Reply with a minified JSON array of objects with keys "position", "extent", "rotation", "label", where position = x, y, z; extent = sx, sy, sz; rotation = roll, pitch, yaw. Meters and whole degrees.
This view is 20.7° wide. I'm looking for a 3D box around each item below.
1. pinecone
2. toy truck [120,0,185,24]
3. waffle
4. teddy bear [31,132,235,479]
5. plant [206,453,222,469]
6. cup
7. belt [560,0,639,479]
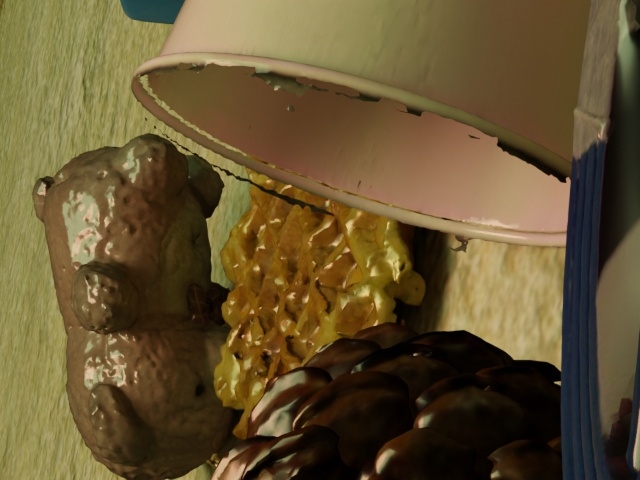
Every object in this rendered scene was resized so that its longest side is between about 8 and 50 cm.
[{"position":[0.046,0.147,0.763],"extent":[0.272,0.224,0.224],"rotation":[-109,37,-63],"label":"pinecone"},{"position":[-0.122,-0.331,1.406],"extent":[0.385,0.161,0.162],"rotation":[79,-166,-61],"label":"toy truck"},{"position":[0.000,0.000,1.205],"extent":[0.325,0.068,0.302],"rotation":[153,128,-67],"label":"waffle"},{"position":[-0.137,0.054,1.377],"extent":[0.236,0.151,0.267],"rotation":[24,-131,-69],"label":"teddy bear"},{"position":[-0.007,0.152,1.046],"extent":[0.116,0.122,0.104],"rotation":[-102,28,-67],"label":"plant"},{"position":[0.061,-0.157,0.900],"extent":[0.253,0.253,0.274],"rotation":[-9,63,69],"label":"cup"},{"position":[0.164,-0.026,0.628],"extent":[0.212,0.117,0.347],"rotation":[104,172,-70],"label":"belt"}]
